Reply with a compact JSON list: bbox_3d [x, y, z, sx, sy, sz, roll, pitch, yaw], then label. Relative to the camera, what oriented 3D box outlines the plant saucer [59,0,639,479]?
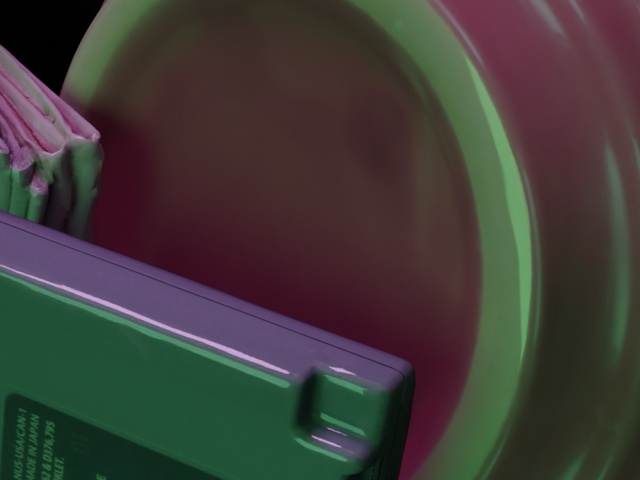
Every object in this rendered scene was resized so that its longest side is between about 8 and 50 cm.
[{"bbox_3d":[0.000,0.000,0.606,0.332,0.084,0.332,7,100,40],"label":"plant saucer"}]

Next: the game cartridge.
[{"bbox_3d":[-0.082,0.140,0.585,0.198,0.062,0.297,22,120,21],"label":"game cartridge"}]

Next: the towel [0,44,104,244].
[{"bbox_3d":[-0.214,0.033,0.753,0.317,0.053,0.332,39,127,44],"label":"towel"}]
